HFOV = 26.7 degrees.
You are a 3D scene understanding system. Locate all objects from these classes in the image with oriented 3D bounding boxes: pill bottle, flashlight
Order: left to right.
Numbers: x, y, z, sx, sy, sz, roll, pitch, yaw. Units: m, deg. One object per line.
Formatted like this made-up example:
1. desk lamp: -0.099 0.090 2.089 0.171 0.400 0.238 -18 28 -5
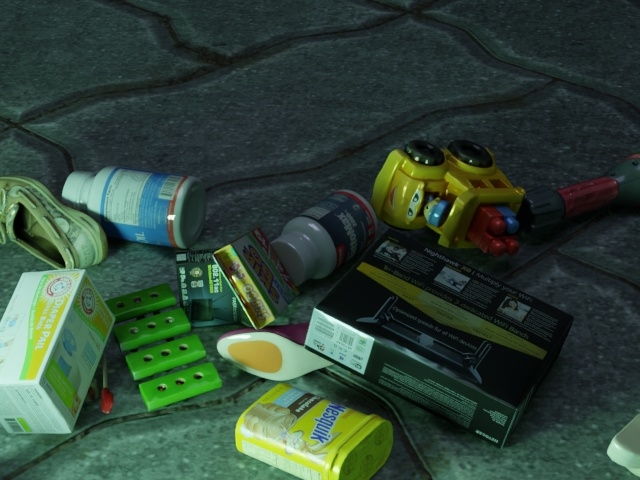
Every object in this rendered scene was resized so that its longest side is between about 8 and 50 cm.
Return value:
1. pill bottle: -0.313 -0.060 2.255 0.221 0.124 0.124 8 32 17
2. pill bottle: 0.000 0.000 2.153 0.108 0.108 0.180 20 37 33
3. flashlight: 0.465 -0.080 2.277 0.304 0.103 0.103 -16 36 -25

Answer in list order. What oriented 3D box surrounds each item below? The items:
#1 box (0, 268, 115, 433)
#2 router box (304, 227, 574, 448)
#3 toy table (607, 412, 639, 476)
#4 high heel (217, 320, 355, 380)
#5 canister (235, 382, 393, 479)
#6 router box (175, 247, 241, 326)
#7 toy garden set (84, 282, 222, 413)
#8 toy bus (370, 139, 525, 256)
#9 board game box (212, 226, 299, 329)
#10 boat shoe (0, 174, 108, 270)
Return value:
1. box: -0.374 0.149 1.841 0.103 0.114 0.203 -4 45 20
2. router box: 0.169 0.128 1.884 0.309 0.081 0.243 26 38 16
3. toy table: 0.475 0.234 1.623 0.161 0.252 0.274 36 33 24
4. high heel: -0.024 0.138 1.943 0.244 0.082 0.117 0 29 3
5. canister: -0.010 0.256 1.750 0.170 0.073 0.126 17 35 31
6. router box: -0.168 0.071 2.024 0.092 0.122 0.038 -6 34 -5
7. toy garden set: -0.275 0.174 1.930 0.204 0.049 0.244 -17 38 -16
8. toy bus: 0.221 -0.050 2.175 0.220 0.149 0.211 -1 36 -34
9. board game box: -0.092 0.052 1.968 0.039 0.124 0.259 -31 2 12
10. boat shoe: -0.475 -0.030 2.229 0.285 0.104 0.089 23 35 34
